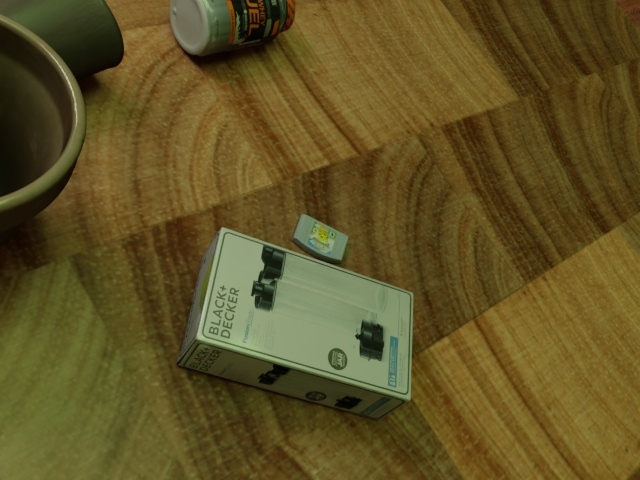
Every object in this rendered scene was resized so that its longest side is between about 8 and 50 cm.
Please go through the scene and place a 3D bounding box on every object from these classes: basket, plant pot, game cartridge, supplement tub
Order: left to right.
[{"bbox_3d":[-0.399,-0.080,0.725,0.263,0.229,0.263,14,55,-20],"label":"plant pot"},{"bbox_3d":[-0.411,-0.255,0.885,0.204,0.154,0.227,38,54,6],"label":"basket"},{"bbox_3d":[-0.141,-0.375,1.121,0.190,0.117,0.117,-26,75,-37],"label":"supplement tub"},{"bbox_3d":[0.000,0.000,1.028,0.083,0.017,0.056,26,56,-11],"label":"game cartridge"}]

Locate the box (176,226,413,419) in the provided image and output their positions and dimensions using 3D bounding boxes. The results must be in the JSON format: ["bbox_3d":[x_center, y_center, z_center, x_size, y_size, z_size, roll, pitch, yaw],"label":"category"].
[{"bbox_3d":[-0.024,0.114,0.898,0.290,0.087,0.169,20,53,-16],"label":"box"}]
